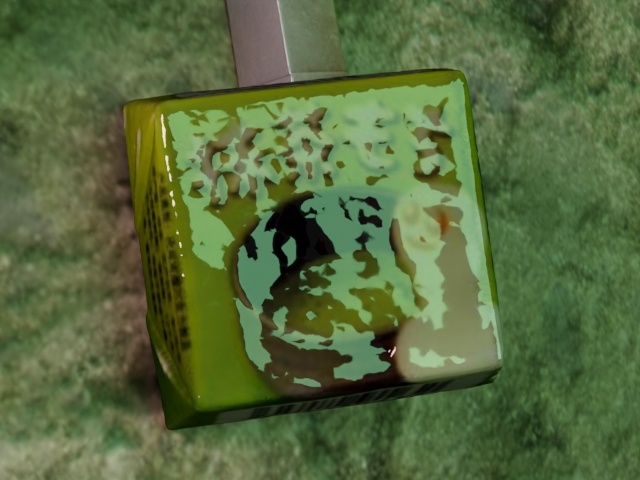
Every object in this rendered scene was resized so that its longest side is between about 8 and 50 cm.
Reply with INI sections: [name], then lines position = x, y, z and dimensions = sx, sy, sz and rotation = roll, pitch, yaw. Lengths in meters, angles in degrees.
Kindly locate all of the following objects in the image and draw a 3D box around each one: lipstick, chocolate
[lipstick]
position = -0.015, -0.085, 1.364
dimensions = 0.076, 0.080, 0.371
rotation = -7, 86, -42
[chocolate]
position = 0.000, 0.000, 1.239
dimensions = 0.301, 0.137, 0.289
rotation = -8, 87, -12
